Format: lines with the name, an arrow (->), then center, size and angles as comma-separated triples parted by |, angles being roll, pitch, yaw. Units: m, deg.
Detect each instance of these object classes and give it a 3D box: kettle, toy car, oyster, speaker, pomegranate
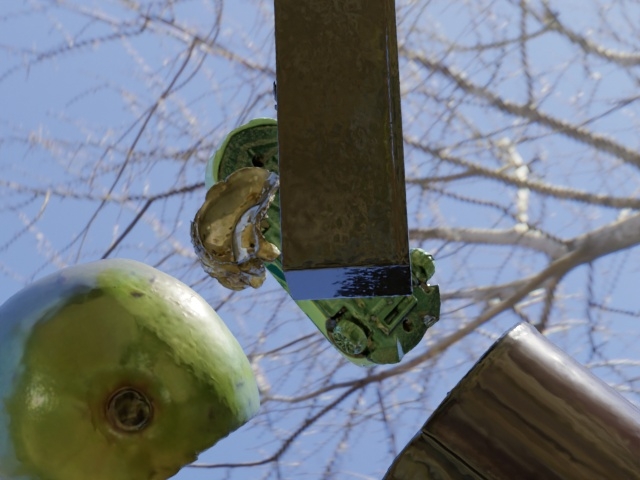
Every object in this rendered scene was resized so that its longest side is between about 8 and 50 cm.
kettle -> 0.140, 0.158, 0.661 | 0.232, 0.202, 0.144 | 36, -85, 16
toy car -> 0.000, 0.000, 0.963 | 0.186, 0.058, 0.093 | 47, -115, -5
oyster -> -0.040, -0.003, 0.878 | 0.083, 0.080, 0.038 | -44, -44, -29
speaker -> 0.005, -0.076, 0.522 | 0.046, 0.040, 0.191 | -3, -108, 3
pomegranate -> -0.142, 0.090, 1.037 | 0.241, 0.190, 0.159 | -25, -92, -59
